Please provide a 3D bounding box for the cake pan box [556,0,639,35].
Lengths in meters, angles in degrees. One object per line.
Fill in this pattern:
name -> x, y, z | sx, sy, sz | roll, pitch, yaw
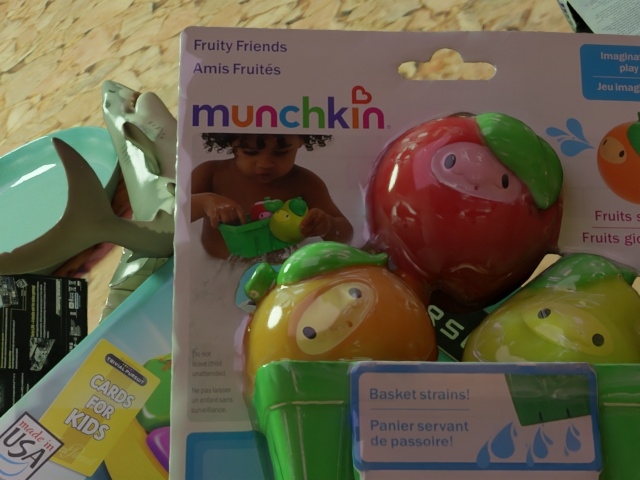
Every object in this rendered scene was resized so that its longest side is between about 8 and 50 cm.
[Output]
cake pan box -> 0.341, -0.225, 1.403 | 0.267, 0.070, 0.245 | -30, 26, 5

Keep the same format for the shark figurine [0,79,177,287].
shark figurine -> -0.131, -0.008, 1.157 | 0.116, 0.166, 0.278 | -48, 9, 19

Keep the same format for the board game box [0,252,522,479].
board game box -> -0.027, 0.119, 1.074 | 0.254, 0.079, 0.336 | 36, 67, 20

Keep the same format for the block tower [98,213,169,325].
block tower -> -0.126, 0.132, 1.187 | 0.091, 0.097, 0.335 | 6, 56, 11

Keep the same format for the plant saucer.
plant saucer -> -0.345, -0.009, 1.783 | 0.318, 0.043, 0.317 | -24, 29, 14

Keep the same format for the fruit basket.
fruit basket -> 0.075, 0.028, 0.962 | 0.327, 0.165, 0.353 | 1, 75, -3

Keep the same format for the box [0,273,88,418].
box -> -0.258, 0.112, 1.279 | 0.147, 0.077, 0.180 | 5, 43, -15

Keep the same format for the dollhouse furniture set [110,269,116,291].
dollhouse furniture set -> -0.096, 0.121, 1.328 | 0.151, 0.123, 0.144 | 3, 54, 8
